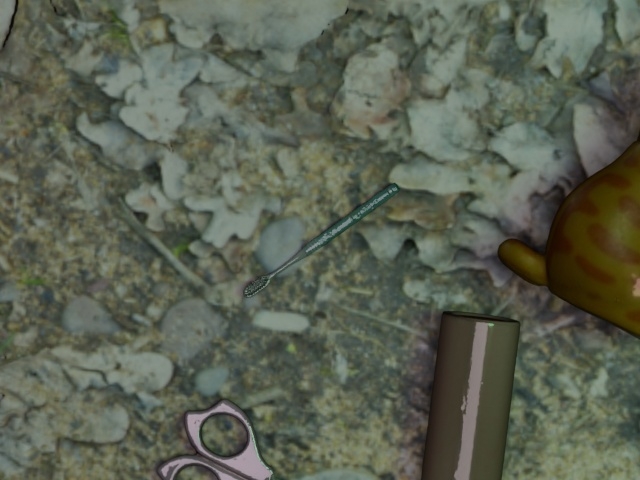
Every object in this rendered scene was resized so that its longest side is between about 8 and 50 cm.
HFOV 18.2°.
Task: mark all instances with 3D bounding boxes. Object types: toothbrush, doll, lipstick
[{"bbox_3d":[0.000,0.000,1.753,0.167,0.014,0.011,-35,83,2],"label":"toothbrush"},{"bbox_3d":[0.301,-0.030,1.680,0.162,0.166,0.269,44,89,-4],"label":"doll"},{"bbox_3d":[0.124,0.192,1.733,0.070,0.070,0.254,7,93,0],"label":"lipstick"}]

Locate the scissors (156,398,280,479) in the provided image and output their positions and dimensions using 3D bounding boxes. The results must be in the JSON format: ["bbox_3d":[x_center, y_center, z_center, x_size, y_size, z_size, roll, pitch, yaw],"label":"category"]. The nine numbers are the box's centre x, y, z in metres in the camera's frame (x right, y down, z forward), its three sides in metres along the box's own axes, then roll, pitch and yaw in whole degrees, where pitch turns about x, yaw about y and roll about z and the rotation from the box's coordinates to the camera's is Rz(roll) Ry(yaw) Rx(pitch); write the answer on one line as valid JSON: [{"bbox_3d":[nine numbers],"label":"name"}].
[{"bbox_3d":[-0.037,0.223,1.761,0.212,0.021,0.110,26,90,-1],"label":"scissors"}]
